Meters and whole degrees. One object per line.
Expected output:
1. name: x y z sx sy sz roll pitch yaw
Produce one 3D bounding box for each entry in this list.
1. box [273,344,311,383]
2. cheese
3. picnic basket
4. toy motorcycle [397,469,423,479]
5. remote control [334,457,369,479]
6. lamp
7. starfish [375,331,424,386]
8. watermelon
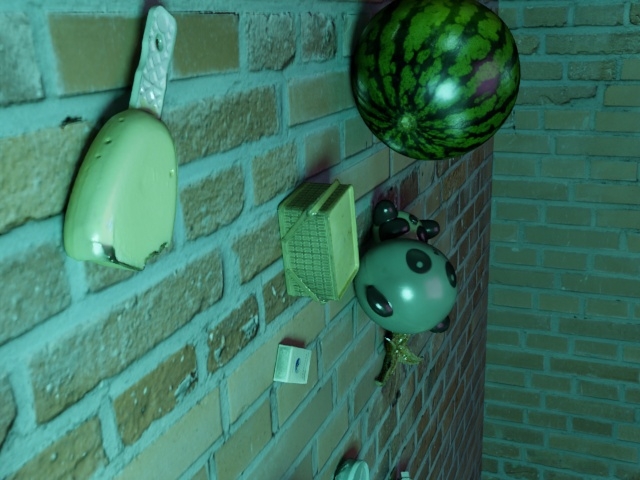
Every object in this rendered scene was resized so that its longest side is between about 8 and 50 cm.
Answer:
1. box: -0.041 0.186 1.094 0.083 0.024 0.054 32 67 -67
2. cheese: -0.166 -0.095 0.682 0.127 0.050 0.255 35 63 -65
3. picnic basket: 0.000 0.000 1.080 0.115 0.079 0.164 -51 141 -57
4. toy motorcycle: 0.204 0.655 1.725 0.150 0.102 0.221 -89 175 -60
5. remote control: 0.042 0.525 1.337 0.104 0.052 0.247 45 53 -61
6. lamp: 0.157 0.055 1.363 0.198 0.198 0.244 62 23 -54
7. starfish: 0.171 0.233 1.597 0.213 0.057 0.238 -67 149 -21
8. watermelon: 0.190 -0.276 1.231 0.285 0.285 0.285 5 90 -68
